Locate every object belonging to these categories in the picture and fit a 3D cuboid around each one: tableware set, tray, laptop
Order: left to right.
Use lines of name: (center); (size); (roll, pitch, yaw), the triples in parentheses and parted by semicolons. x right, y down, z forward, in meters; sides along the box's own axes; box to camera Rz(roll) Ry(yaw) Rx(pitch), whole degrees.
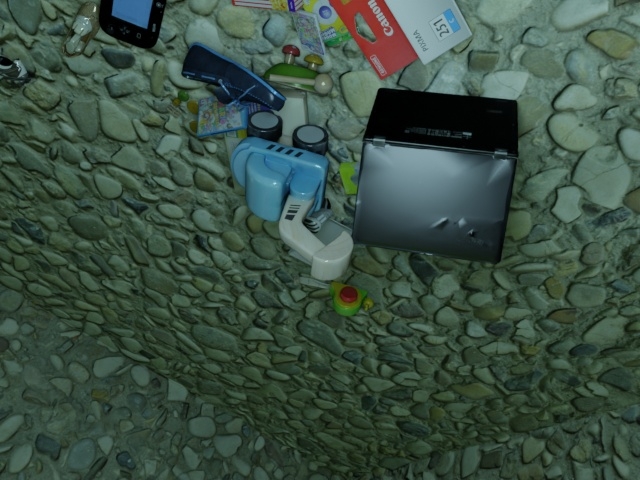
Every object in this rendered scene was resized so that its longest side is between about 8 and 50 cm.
tableware set: (-0.403, -0.401, 1.854); (0.154, 0.024, 0.104); (40, 130, -21)
tray: (0.000, 0.000, 2.133); (0.145, 0.030, 0.270); (28, 137, -11)
laptop: (0.305, -0.187, 1.553); (0.381, 0.408, 0.236); (8, 135, 10)

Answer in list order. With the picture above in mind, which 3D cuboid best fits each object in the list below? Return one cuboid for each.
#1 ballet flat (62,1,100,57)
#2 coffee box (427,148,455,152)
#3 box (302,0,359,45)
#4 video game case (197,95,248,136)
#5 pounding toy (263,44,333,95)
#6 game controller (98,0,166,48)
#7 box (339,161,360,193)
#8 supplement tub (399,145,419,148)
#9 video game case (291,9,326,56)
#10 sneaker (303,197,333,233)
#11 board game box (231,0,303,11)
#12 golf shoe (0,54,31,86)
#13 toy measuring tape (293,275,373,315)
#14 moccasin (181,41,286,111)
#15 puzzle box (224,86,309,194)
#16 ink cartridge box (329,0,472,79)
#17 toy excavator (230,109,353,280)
ballet flat: (-0.697, -0.602, 1.704); (0.073, 0.067, 0.206); (34, 135, -16)
coffee box: (0.326, -0.178, 1.680); (0.098, 0.246, 0.141); (12, 137, 5)
box: (0.021, -0.587, 1.506); (0.105, 0.043, 0.179); (-11, 132, 28)
video game case: (-0.285, -0.370, 1.707); (0.166, 0.119, 0.015); (-5, 165, 24)
pounding toy: (-0.053, -0.464, 1.575); (0.182, 0.237, 0.110); (12, 103, -11)
game controller: (-0.497, -0.667, 1.573); (0.166, 0.067, 0.319); (25, 138, -8)
box: (0.158, -0.201, 1.863); (0.178, 0.042, 0.109); (-1, 135, 20)
supplement tub: (0.249, -0.260, 1.750); (0.071, 0.071, 0.107); (23, 137, -6)
video game case: (-0.030, -0.548, 1.541); (0.087, 0.011, 0.122); (30, 157, 33)
sneaker: (-0.031, -0.100, 2.001); (0.228, 0.132, 0.086); (26, 150, 51)
board game box: (-0.145, -0.655, 1.455); (0.193, 0.045, 0.147); (15, 139, 24)
golf shoe: (-1.030, -0.551, 1.873); (0.198, 0.077, 0.094); (4, 126, 4)
toy measuring tape: (0.044, 0.223, 2.290); (0.330, 0.121, 0.121); (13, 137, 5)
moccasin: (-0.243, -0.426, 1.626); (0.342, 0.117, 0.137); (33, -176, 26)
puzzle box: (-0.164, -0.300, 1.858); (0.272, 0.052, 0.409); (8, 137, 10)
ink cartridge box: (0.185, -0.559, 1.430); (0.261, 0.066, 0.296); (-27, 122, 24)
toy excavator: (-0.082, -0.114, 1.641); (0.432, 0.445, 0.222); (17, 139, 8)
